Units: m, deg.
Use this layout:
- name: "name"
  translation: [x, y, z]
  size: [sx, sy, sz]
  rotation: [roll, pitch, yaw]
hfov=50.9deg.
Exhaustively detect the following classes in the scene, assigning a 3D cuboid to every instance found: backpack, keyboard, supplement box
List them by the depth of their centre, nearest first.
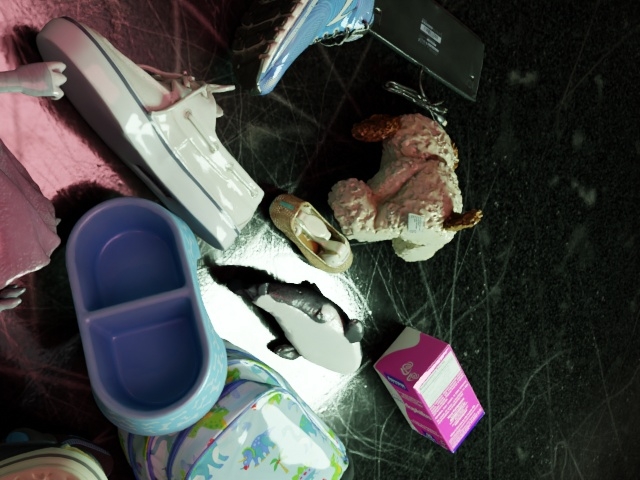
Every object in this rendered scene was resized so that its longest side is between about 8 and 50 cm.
- name: "backpack"
  translation: [-0.122, 0.301, 0.961]
  size: [0.290, 0.273, 0.355]
  rotation: [-37, 110, -17]
- name: "keyboard"
  translation: [0.171, -0.314, 1.148]
  size: [0.317, 0.033, 0.201]
  rotation: [19, 79, -40]
- name: "supplement box"
  translation: [0.212, 0.287, 1.298]
  size: [0.114, 0.111, 0.220]
  rotation: [-44, 125, -21]

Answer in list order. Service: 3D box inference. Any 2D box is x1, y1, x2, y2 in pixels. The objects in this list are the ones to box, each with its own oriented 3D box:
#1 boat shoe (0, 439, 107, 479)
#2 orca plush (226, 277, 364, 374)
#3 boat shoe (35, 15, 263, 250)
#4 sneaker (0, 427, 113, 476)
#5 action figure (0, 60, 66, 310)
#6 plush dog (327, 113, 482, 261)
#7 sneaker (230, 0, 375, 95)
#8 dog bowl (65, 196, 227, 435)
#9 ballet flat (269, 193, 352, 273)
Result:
- name: "boat shoe"
  translation: [-0.454, 0.334, 0.687]
  size: [0.500, 0.156, 0.186]
  rotation: [-18, 92, -9]
- name: "orca plush"
  translation: [-0.031, 0.114, 1.092]
  size: [0.287, 0.102, 0.151]
  rotation: [29, 128, -31]
- name: "boat shoe"
  translation: [-0.177, -0.152, 0.843]
  size: [0.156, 0.136, 0.367]
  rotation: [-51, 131, -17]
- name: "sneaker"
  translation: [-0.369, 0.411, 0.845]
  size: [0.140, 0.125, 0.340]
  rotation: [22, 88, -42]
- name: "action figure"
  translation: [-0.390, -0.117, 0.629]
  size: [0.276, 0.248, 0.370]
  rotation: [-33, 128, -22]
- name: "plush dog"
  translation: [0.160, -0.107, 1.119]
  size: [0.262, 0.211, 0.225]
  rotation: [18, 63, -43]
- name: "sneaker"
  translation: [0.007, -0.322, 0.953]
  size: [0.330, 0.130, 0.147]
  rotation: [-54, 126, -15]
- name: "dog bowl"
  translation: [-0.213, 0.082, 0.806]
  size: [0.166, 0.074, 0.297]
  rotation: [-14, 76, -10]
- name: "ballet flat"
  translation: [0.000, 0.000, 1.073]
  size: [0.206, 0.067, 0.073]
  rotation: [38, 76, -40]
